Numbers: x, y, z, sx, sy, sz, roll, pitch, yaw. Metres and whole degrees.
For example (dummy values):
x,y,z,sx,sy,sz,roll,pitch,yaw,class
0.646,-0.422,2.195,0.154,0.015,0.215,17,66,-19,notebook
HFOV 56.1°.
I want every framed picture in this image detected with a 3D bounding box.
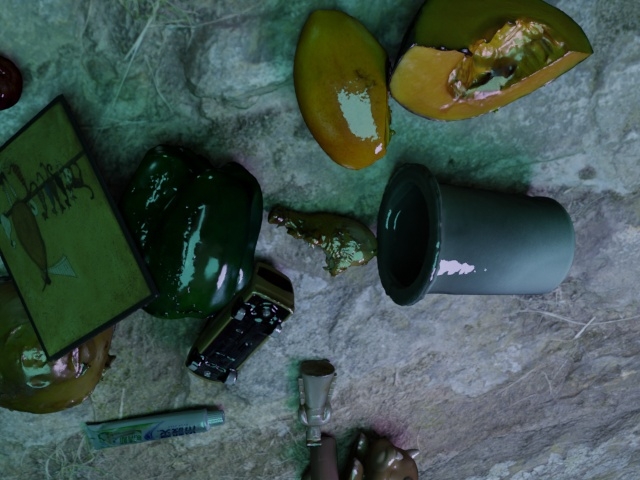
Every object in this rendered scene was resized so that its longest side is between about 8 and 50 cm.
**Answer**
x,y,z,sx,sy,sz,roll,pitch,yaw,class
-0.406,-0.011,0.922,0.255,0.014,0.339,-29,84,24,framed picture

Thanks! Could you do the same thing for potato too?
x,y,z,sx,sy,sz,roll,pitch,yaw,class
-0.537,0.208,1.067,0.299,0.196,0.247,-16,119,4,potato

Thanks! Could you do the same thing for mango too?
x,y,z,sx,sy,sz,roll,pitch,yaw,class
0.040,-0.231,0.931,0.153,0.126,0.252,-16,112,13,mango

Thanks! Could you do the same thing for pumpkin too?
x,y,z,sx,sy,sz,roll,pitch,yaw,class
0.235,-0.291,0.941,0.312,0.148,0.169,-1,155,-15,pumpkin

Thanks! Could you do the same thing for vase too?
x,y,z,sx,sy,sz,roll,pitch,yaw,class
0.271,-0.006,1.048,0.291,0.245,0.245,2,120,-18,vase

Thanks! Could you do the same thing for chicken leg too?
x,y,z,sx,sy,sz,roll,pitch,yaw,class
0.001,-0.003,1.082,0.207,0.085,0.101,19,103,-8,chicken leg

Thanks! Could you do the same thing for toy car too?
x,y,z,sx,sy,sz,roll,pitch,yaw,class
-0.155,0.161,1.134,0.101,0.124,0.257,30,121,-22,toy car

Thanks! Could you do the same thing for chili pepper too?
x,y,z,sx,sy,sz,roll,pitch,yaw,class
-0.213,-0.015,0.963,0.233,0.248,0.257,16,107,-3,chili pepper

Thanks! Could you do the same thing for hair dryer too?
x,y,z,sx,sy,sz,roll,pitch,yaw,class
-0.009,0.544,1.392,0.064,0.117,0.182,10,137,-15,hair dryer

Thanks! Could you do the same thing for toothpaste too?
x,y,z,sx,sy,sz,roll,pitch,yaw,class
-0.354,0.402,1.289,0.296,0.048,0.075,-9,120,1,toothpaste

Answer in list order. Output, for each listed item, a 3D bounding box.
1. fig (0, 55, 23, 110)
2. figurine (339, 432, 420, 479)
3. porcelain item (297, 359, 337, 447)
x,y,z,sx,sy,sz,roll,pitch,yaw,class
-0.508,-0.227,0.895,0.125,0.089,0.089,-14,124,31,fig
0.133,0.563,1.370,0.173,0.177,0.247,21,104,2,figurine
-0.011,0.358,1.302,0.084,0.054,0.213,0,119,-5,porcelain item
